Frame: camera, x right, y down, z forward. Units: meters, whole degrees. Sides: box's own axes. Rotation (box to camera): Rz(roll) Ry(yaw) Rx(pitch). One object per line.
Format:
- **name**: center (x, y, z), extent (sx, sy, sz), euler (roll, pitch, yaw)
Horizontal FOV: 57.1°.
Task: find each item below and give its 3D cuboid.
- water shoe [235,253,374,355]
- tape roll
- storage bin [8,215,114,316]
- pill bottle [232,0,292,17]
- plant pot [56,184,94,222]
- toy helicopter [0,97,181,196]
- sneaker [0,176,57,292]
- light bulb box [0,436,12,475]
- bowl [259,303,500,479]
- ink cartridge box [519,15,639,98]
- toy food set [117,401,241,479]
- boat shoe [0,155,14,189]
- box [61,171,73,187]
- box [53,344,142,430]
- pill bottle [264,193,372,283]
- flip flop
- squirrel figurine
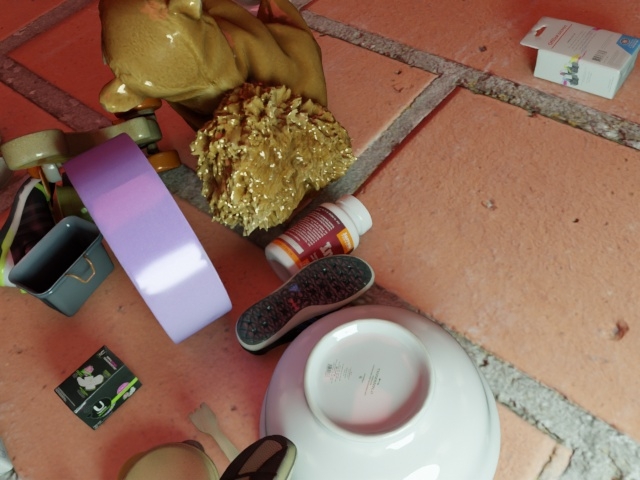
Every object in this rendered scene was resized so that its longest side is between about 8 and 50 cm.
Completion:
- **water shoe**: center (-0.022, 0.085, 0.799), extent (0.203, 0.080, 0.073), euler (-26, 67, -11)
- **tape roll**: center (-0.227, -0.001, 0.782), extent (0.090, 0.275, 0.275), euler (-32, 53, -16)
- **storage bin**: center (-0.376, 0.047, 0.890), extent (0.098, 0.091, 0.135), euler (19, 59, 24)
- **pill bottle**: center (-0.106, -0.409, 1.122), extent (0.121, 0.216, 0.121), euler (-5, 51, 7)
- **plant pot**: center (-0.395, -0.061, 0.996), extent (0.079, 0.083, 0.083), euler (-14, 50, -16)
- **toy helicopter**: center (-0.384, -0.144, 0.915), extent (0.234, 0.140, 0.355), euler (-15, 9, 8)
- **sneaker**: center (-0.468, -0.011, 0.979), extent (0.097, 0.084, 0.235), euler (12, 52, -10)
- **light bulb box**: center (-0.649, 0.222, 0.717), extent (0.357, 0.225, 0.361), euler (-35, 55, -17)
- **bowl**: center (0.060, 0.182, 0.676), extent (0.297, 0.134, 0.298), euler (-5, 51, 6)
- **ink cartridge box**: center (0.460, -0.333, 1.056), extent (0.181, 0.062, 0.104), euler (29, 61, 28)
- **toy food set**: center (-0.181, 0.300, 0.695), extent (0.192, 0.039, 0.132), euler (-35, 61, -24)
- **boat shoe**: center (-0.661, -0.097, 1.070), extent (0.206, 0.075, 0.065), euler (-40, 59, -15)
- **box**: center (-0.425, -0.109, 1.070), extent (0.083, 0.018, 0.067), euler (-19, 51, -5)
- **box**: center (-0.292, 0.194, 0.776), extent (0.052, 0.062, 0.083), euler (31, 64, 32)
- **pill bottle**: center (0.000, 0.000, 0.861), extent (0.152, 0.086, 0.086), euler (-39, 55, -19)
- **flip flop**: center (-0.074, 0.338, 0.593), extent (0.112, 0.080, 0.277), euler (-15, 58, 56)
- **squirrel figurine**: center (-0.129, -0.214, 0.855), extent (0.281, 0.370, 0.397), euler (-39, 76, 14)
